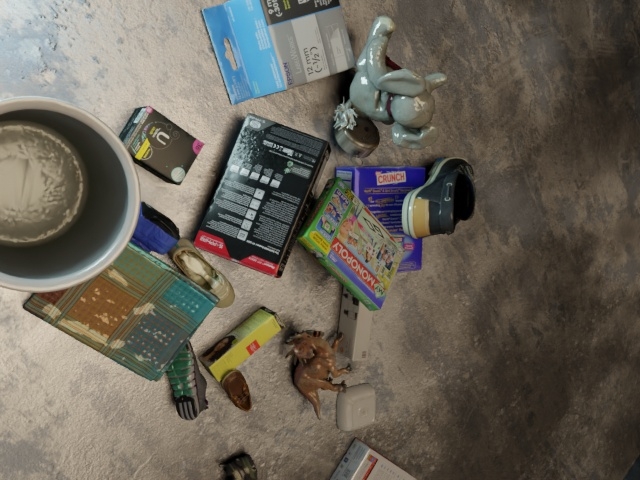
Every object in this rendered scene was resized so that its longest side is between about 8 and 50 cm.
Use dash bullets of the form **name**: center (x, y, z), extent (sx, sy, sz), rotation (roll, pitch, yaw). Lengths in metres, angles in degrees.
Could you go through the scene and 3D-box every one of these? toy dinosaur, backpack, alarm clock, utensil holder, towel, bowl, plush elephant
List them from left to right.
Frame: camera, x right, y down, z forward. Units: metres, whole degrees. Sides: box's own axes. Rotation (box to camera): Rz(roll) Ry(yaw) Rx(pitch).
- **utensil holder**: center (-0.563, -0.098, 1.142), extent (0.327, 0.385, 0.328), rotation (-6, 101, -32)
- **towel**: center (-0.462, 0.154, 1.409), extent (0.370, 0.040, 0.271), rotation (38, 90, -27)
- **backpack**: center (-0.407, -0.021, 1.430), extent (0.120, 0.098, 0.101), rotation (35, 108, -32)
- **toy dinosaur**: center (-0.025, 0.370, 1.725), extent (0.200, 0.127, 0.296), rotation (7, 106, -26)
- **alarm clock**: center (0.108, -0.288, 1.687), extent (0.129, 0.064, 0.192), rotation (18, 58, -23)
- **bowl**: center (0.122, 0.538, 1.881), extent (0.141, 0.053, 0.142), rotation (-6, 102, -31)
- **plush elephant**: center (0.217, -0.400, 1.594), extent (0.330, 0.255, 0.272), rotation (-57, 151, -23)

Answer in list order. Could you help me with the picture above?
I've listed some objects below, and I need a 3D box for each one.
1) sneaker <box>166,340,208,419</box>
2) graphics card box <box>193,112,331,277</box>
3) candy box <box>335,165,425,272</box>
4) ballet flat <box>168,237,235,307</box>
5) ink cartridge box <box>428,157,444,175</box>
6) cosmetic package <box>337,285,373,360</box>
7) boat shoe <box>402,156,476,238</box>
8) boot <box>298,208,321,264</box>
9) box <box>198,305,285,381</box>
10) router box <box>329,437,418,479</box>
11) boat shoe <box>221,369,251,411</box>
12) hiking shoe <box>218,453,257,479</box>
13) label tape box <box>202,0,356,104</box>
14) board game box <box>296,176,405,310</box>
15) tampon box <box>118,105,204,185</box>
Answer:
- **sneaker**: center (-0.346, 0.351, 1.556), extent (0.098, 0.083, 0.224), rotation (-5, 88, -71)
- **graphics card box**: center (-0.144, -0.114, 1.512), extent (0.232, 0.094, 0.371), rotation (20, 86, 8)
- **candy box**: center (0.177, -0.065, 1.777), extent (0.268, 0.122, 0.318), rotation (-3, 101, -31)
- **ballet flat**: center (-0.298, 0.095, 1.524), extent (0.086, 0.086, 0.248), rotation (-49, 120, -16)
- **ink cartridge box**: center (0.386, -0.223, 1.940), extent (0.048, 0.028, 0.083), rotation (39, 76, -31)
- **cosmetic package**: center (0.106, 0.234, 1.795), extent (0.060, 0.098, 0.239), rotation (4, 95, -30)
- **boat shoe**: center (0.395, -0.131, 1.777), extent (0.500, 0.155, 0.187), rotation (-36, 124, -56)
- **boot**: center (0.000, 0.000, 1.621), extent (0.305, 0.115, 0.112), rotation (41, 95, -10)
- **box**: center (-0.213, 0.277, 1.605), extent (0.232, 0.087, 0.058), rotation (-38, 116, -23)
- **router box**: center (0.138, 0.864, 1.925), extent (0.301, 0.082, 0.336), rotation (43, 75, -30)
- **boat shoe**: center (-0.217, 0.406, 1.591), extent (0.064, 0.060, 0.178), rotation (-37, 147, -21)
- **hiking shoe**: center (-0.236, 0.723, 1.677), extent (0.114, 0.086, 0.227), rotation (-6, 95, -18)
- **label tape box**: center (-0.098, -0.523, 1.534), extent (0.347, 0.115, 0.249), rotation (-27, 111, -28)
- **board game box**: center (0.092, 0.012, 1.605), extent (0.317, 0.046, 0.214), rotation (45, 54, -27)
- **tampon box**: center (-0.385, -0.224, 1.404), extent (0.161, 0.101, 0.121), rotation (33, 80, -32)
